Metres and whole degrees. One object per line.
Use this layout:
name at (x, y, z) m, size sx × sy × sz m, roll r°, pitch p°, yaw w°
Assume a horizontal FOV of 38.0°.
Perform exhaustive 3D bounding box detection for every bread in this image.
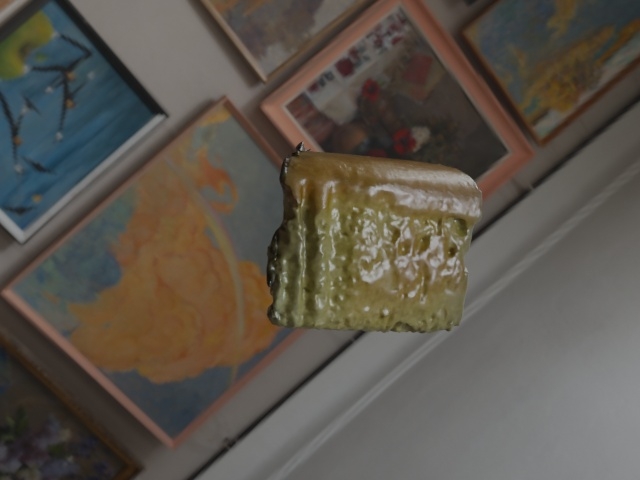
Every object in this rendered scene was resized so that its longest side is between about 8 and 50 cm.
bread at (0.000, 0.000, 0.681) m, size 0.160 × 0.169 × 0.140 m, roll 7°, pitch -89°, yaw 55°
